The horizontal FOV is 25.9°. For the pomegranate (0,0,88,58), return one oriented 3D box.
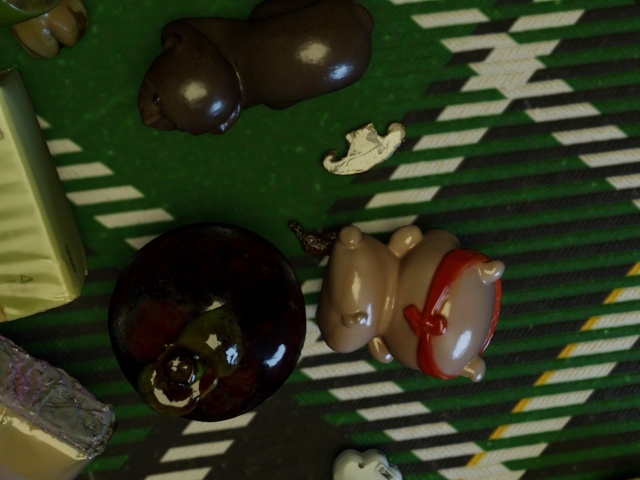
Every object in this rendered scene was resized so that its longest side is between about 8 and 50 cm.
[{"bbox_3d":[-0.333,-0.293,1.384,0.159,0.241,0.190,-4,81,29],"label":"pomegranate"}]

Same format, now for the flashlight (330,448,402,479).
[{"bbox_3d":[0.009,0.322,1.614,0.200,0.047,0.093,-44,103,7],"label":"flashlight"}]

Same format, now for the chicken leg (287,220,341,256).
[{"bbox_3d":[0.001,0.002,1.549,0.083,0.021,0.036,11,109,-12],"label":"chicken leg"}]

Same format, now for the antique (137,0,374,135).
[{"bbox_3d":[-0.067,-0.180,1.440,0.256,0.143,0.121,-14,106,-1],"label":"antique"}]

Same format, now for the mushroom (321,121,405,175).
[{"bbox_3d":[0.048,-0.101,1.532,0.101,0.019,0.049,-23,105,-3],"label":"mushroom"}]

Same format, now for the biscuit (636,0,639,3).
[{"bbox_3d":[0.395,-0.340,1.513,0.187,0.027,0.188,-1,102,-6],"label":"biscuit"}]

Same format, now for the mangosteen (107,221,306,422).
[{"bbox_3d":[-0.116,0.085,1.460,0.216,0.216,0.216,-1,103,-6],"label":"mangosteen"}]

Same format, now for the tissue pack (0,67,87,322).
[{"bbox_3d":[-0.331,-0.046,1.428,0.125,0.159,0.234,-17,104,-1],"label":"tissue pack"}]

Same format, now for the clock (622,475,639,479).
[{"bbox_3d":[0.390,0.381,1.667,0.237,0.057,0.237,-1,103,-4],"label":"clock"}]

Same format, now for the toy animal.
[{"bbox_3d":[0.099,0.064,1.512,0.197,0.171,0.171,12,101,-3],"label":"toy animal"}]

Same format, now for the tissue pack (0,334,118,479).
[{"bbox_3d":[-0.369,0.214,1.475,0.215,0.123,0.256,36,126,-14],"label":"tissue pack"}]
